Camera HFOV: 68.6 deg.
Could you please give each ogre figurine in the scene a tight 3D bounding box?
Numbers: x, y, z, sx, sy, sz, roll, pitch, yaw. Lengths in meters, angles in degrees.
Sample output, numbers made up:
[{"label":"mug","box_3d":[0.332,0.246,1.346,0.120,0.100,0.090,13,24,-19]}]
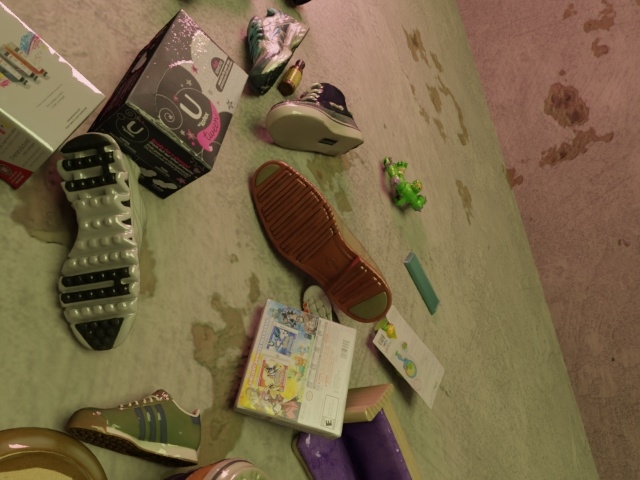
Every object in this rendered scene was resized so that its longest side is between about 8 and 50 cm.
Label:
[{"label":"ogre figurine","box_3d":[0.263,-0.159,1.434,0.118,0.096,0.197,-88,156,-54]}]

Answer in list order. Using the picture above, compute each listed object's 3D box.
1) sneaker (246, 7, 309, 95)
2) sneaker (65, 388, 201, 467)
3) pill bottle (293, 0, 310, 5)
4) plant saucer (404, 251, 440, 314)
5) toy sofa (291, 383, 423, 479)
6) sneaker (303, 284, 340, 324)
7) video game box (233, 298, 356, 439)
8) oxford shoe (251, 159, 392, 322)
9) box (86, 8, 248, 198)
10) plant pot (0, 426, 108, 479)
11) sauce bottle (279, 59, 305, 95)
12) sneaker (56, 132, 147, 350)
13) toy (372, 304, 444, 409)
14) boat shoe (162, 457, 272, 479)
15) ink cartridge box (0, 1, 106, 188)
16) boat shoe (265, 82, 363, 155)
[{"label":"sneaker","box_3d":[-0.128,-0.444,1.088,0.122,0.110,0.283,33,45,-15]},{"label":"sneaker","box_3d":[-0.242,0.245,0.644,0.192,0.064,0.086,39,39,-35]},{"label":"pill bottle","box_3d":[-0.079,-0.757,1.252,0.123,0.122,0.219,-42,107,-51]},{"label":"plant saucer","box_3d":[0.310,0.129,1.416,0.192,0.018,0.067,61,38,-13]},{"label":"toy sofa","box_3d":[0.107,0.477,0.893,0.177,0.150,0.363,-25,93,-53]},{"label":"sneaker","box_3d":[0.009,0.168,1.007,0.065,0.061,0.158,-37,106,-79]},{"label":"video game box","box_3d":[-0.039,0.229,0.846,0.187,0.048,0.205,22,53,-12]},{"label":"oxford shoe","box_3d":[0.000,0.000,1.008,0.397,0.140,0.146,54,12,-4]},{"label":"box","box_3d":[-0.244,-0.226,0.785,0.163,0.142,0.247,39,47,-34]},{"label":"plant pot","box_3d":[-0.335,0.329,0.509,0.236,0.032,0.237,24,56,-43]},{"label":"sauce bottle","box_3d":[-0.066,-0.411,1.175,0.042,0.042,0.128,47,45,-27]},{"label":"sneaker","box_3d":[-0.290,0.004,0.661,0.118,0.109,0.292,56,31,-83]},{"label":"toy","box_3d":[0.214,0.296,1.188,0.237,0.056,0.137,53,44,-13]},{"label":"boat shoe","box_3d":[-0.078,0.491,0.662,0.500,0.155,0.187,65,31,-26]},{"label":"ink cartridge box","box_3d":[-0.399,-0.183,0.584,0.176,0.128,0.127,44,44,-28]},{"label":"boat shoe","box_3d":[-0.027,-0.309,1.128,0.340,0.127,0.158,2,66,-59]}]
